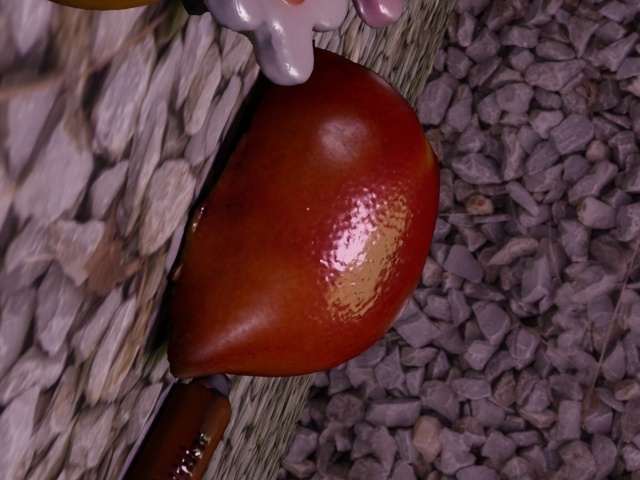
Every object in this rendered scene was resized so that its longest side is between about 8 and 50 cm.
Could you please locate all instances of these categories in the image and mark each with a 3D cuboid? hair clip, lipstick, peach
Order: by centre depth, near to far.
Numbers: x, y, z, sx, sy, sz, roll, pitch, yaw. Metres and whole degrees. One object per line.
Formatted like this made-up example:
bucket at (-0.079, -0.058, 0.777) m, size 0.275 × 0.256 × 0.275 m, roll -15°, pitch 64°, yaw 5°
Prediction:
hair clip at (-0.008, -0.195, 0.753) m, size 0.075 × 0.146 × 0.257 m, roll -14°, pitch -164°, yaw 45°
lipstick at (-0.183, 0.299, 1.052) m, size 0.077 × 0.077 × 0.418 m, roll 101°, pitch 11°, yaw -54°
peach at (0.000, 0.000, 1.053) m, size 0.258 × 0.201 × 0.362 m, roll 100°, pitch 13°, yaw -59°

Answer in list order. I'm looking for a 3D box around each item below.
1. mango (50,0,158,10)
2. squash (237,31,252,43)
mango at (-0.090, -0.159, 0.408) m, size 0.136 × 0.099 × 0.227 m, roll -63°, pitch 165°, yaw 6°
squash at (-0.008, -0.238, 0.848) m, size 0.077 × 0.068 × 0.219 m, roll 91°, pitch 22°, yaw -65°
